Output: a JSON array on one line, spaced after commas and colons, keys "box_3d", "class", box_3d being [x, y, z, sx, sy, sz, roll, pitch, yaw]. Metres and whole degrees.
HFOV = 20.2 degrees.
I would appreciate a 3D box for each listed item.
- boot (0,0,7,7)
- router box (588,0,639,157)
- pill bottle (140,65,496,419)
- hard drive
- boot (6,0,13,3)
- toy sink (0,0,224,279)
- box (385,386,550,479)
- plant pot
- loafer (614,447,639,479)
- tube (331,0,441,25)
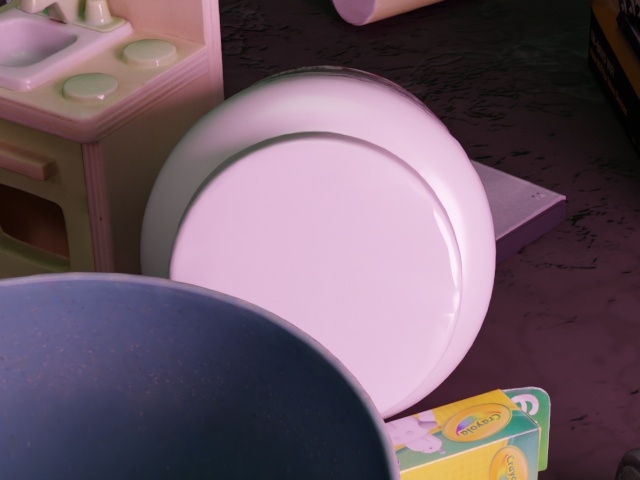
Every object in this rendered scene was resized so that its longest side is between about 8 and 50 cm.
[{"box_3d": [-0.175, -0.117, 1.298, 0.208, 0.076, 0.190, -2, 66, 11], "class": "boot"}, {"box_3d": [0.264, -0.168, 1.239, 0.081, 0.243, 0.309, -4, 30, -5], "class": "router box"}, {"box_3d": [0.000, 0.000, 0.934, 0.176, 0.176, 0.318, -1, 7, 2], "class": "pill bottle"}, {"box_3d": [0.085, -0.026, 1.223, 0.135, 0.022, 0.094, 24, 39, 36], "class": "hard drive"}, {"box_3d": [-0.301, -0.194, 1.475, 0.190, 0.069, 0.086, 25, 48, 38], "class": "boot"}, {"box_3d": [-0.155, -0.070, 1.103, 0.152, 0.234, 0.131, 18, 36, 28], "class": "toy sink"}, {"box_3d": [0.040, 0.140, 0.869, 0.179, 0.105, 0.043, -16, 33, -24], "class": "box"}, {"box_3d": [-0.108, 0.177, 0.713, 0.290, 0.195, 0.290, -3, 37, 2], "class": "plant pot"}, {"box_3d": [0.211, 0.179, 0.815, 0.084, 0.096, 0.267, -1, 29, -11], "class": "loafer"}, {"box_3d": [0.113, -0.237, 1.548, 0.240, 0.062, 0.070, -22, 80, -38], "class": "tube"}]
